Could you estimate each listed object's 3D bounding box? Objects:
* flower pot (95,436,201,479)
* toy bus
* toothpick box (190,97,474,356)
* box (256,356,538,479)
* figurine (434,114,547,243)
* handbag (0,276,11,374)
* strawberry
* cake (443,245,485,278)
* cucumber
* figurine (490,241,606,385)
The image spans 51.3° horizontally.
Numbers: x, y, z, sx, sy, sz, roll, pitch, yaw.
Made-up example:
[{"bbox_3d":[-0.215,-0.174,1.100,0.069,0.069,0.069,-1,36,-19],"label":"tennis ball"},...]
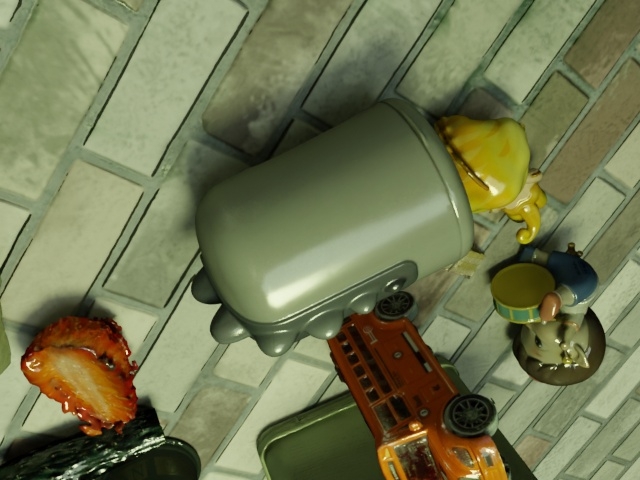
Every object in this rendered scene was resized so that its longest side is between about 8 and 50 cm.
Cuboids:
[{"bbox_3d":[-0.240,0.378,0.963,0.157,0.107,0.158,-10,121,-18],"label":"flower pot"},{"bbox_3d":[0.120,0.211,0.884,0.153,0.329,0.143,-26,127,-5],"label":"toy bus"},{"bbox_3d":[0.000,0.000,0.768,0.316,0.229,0.229,-27,126,-6],"label":"toothpick box"},{"bbox_3d":[0.124,0.383,0.980,0.351,0.344,0.178,-20,122,-11],"label":"box"},{"bbox_3d":[0.231,-0.083,0.896,0.246,0.131,0.156,22,124,-44],"label":"figurine"},{"bbox_3d":[-0.419,0.080,0.639,0.109,0.253,0.316,13,120,13],"label":"handbag"},{"bbox_3d":[-0.291,0.164,0.837,0.121,0.082,0.188,-6,133,2],"label":"strawberry"},{"bbox_3d":[0.206,0.020,0.995,0.052,0.065,0.121,-53,148,12],"label":"cake"},{"bbox_3d":[-0.316,0.279,0.891,0.211,0.078,0.062,-26,111,-10],"label":"cucumber"},{"bbox_3d":[0.370,0.141,1.072,0.158,0.161,0.276,-14,125,12],"label":"figurine"}]
